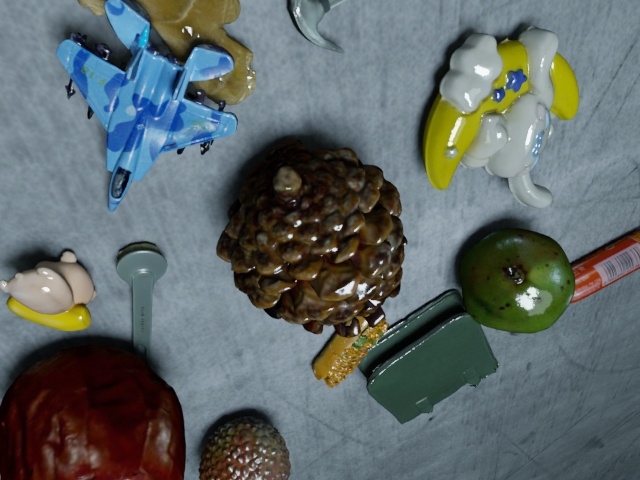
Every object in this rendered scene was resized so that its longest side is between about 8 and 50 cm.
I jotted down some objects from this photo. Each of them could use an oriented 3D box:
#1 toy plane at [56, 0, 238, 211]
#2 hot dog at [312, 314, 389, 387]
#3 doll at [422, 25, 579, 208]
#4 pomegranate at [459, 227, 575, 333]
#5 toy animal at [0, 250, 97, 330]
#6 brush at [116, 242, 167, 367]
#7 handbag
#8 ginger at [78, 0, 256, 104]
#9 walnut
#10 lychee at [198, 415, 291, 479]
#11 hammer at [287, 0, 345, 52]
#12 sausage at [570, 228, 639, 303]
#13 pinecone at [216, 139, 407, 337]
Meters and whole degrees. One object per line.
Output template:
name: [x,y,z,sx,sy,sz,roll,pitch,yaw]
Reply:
toy plane: [-0.186,-0.113,0.489,0.169,0.078,0.246,20,141,-21]
hot dog: [0.051,0.193,0.843,0.072,0.055,0.188,22,111,-36]
doll: [0.257,-0.159,0.653,0.237,0.111,0.252,-5,116,-23]
pomegranate: [0.335,0.075,0.827,0.187,0.187,0.225,-38,159,4]
toy animal: [-0.323,0.053,0.568,0.091,0.082,0.114,2,143,12]
brush: [-0.254,0.114,0.672,0.062,0.027,0.266,-1,127,-23]
handbag: [0.217,0.247,0.943,0.248,0.079,0.260,-34,131,1]
ginger: [-0.164,-0.258,0.417,0.148,0.081,0.334,-35,131,29]
walnut: [-0.295,0.279,0.609,0.222,0.269,0.243,8,116,-29]
lychee: [-0.133,0.409,0.840,0.165,0.165,0.197,-4,97,-22]
hammer: [0.078,-0.298,0.529,0.246,0.029,0.103,-29,130,-5]
sausage: [0.575,0.064,0.981,0.274,0.074,0.074,-27,130,-5]
pinecone: [0.000,0.000,0.586,0.224,0.224,0.272,-36,147,2]
